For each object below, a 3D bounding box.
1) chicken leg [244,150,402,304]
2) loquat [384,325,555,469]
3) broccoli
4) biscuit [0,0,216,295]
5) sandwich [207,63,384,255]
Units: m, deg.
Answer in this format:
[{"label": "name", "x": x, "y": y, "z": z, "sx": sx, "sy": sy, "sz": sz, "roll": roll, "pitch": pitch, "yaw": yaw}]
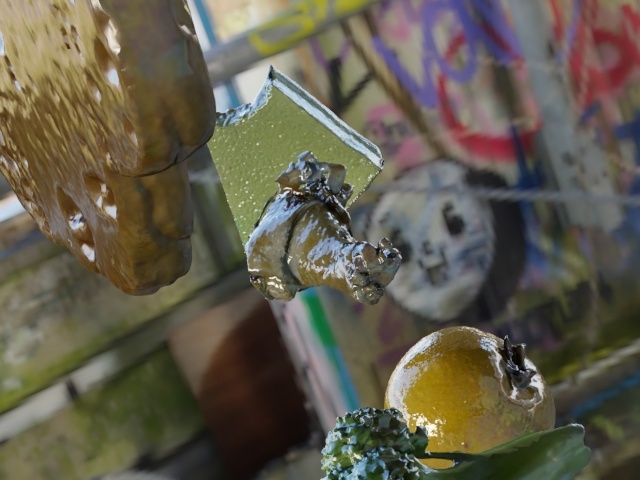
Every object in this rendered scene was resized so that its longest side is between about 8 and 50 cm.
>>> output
[{"label": "chicken leg", "x": -0.005, "y": 0.006, "z": 1.423, "sx": 0.125, "sy": 0.080, "sz": 0.196, "roll": -46, "pitch": 30, "yaw": 11}, {"label": "loquat", "x": 0.179, "y": 0.205, "z": 1.982, "sx": 0.208, "sy": 0.208, "sz": 0.208, "roll": -18, "pitch": 19, "yaw": 6}, {"label": "broccoli", "x": 0.102, "y": 0.285, "z": 1.657, "sx": 0.186, "sy": 0.254, "sz": 0.302, "roll": -63, "pitch": -3, "yaw": 37}, {"label": "biscuit", "x": -0.099, "y": -0.082, "z": 0.563, "sx": 0.041, "sy": 0.208, "sz": 0.290, "roll": -26, "pitch": 15, "yaw": -18}, {"label": "sandwich", "x": -0.069, "y": -0.082, "z": 2.106, "sx": 0.245, "sy": 0.212, "sz": 0.063, "roll": -48, "pitch": 8, "yaw": 25}]
